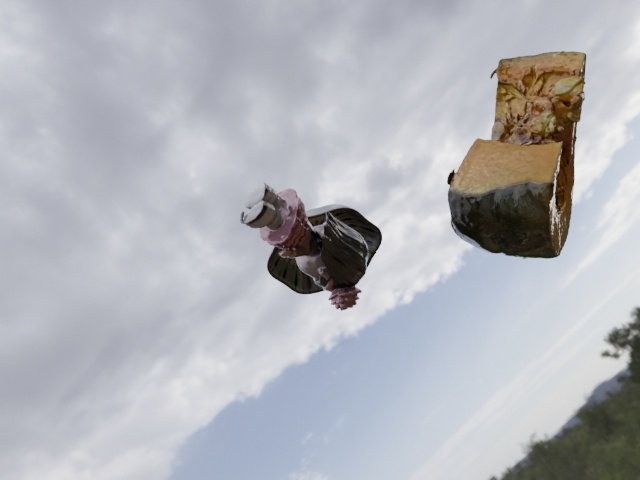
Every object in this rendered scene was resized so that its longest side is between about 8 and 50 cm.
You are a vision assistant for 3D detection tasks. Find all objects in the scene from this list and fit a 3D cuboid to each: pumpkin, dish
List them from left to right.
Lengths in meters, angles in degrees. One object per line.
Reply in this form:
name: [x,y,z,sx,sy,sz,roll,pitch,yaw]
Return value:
dish: [0.000,0.000,1.104,0.191,0.066,0.190,-11,-45,-11]
pumpkin: [0.265,-0.116,0.917,0.190,0.139,0.280,-13,-73,-57]

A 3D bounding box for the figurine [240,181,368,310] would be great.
figurine: [-0.007,0.003,0.576,0.054,0.072,0.129,-28,-48,29]
